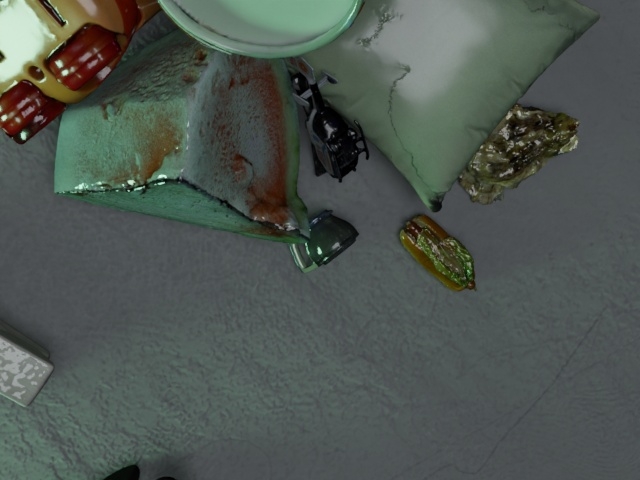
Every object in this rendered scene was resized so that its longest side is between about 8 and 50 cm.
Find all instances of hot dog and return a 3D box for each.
[{"bbox_3d":[0.155,0.018,1.560,0.056,0.041,0.133,-46,106,0],"label":"hot dog"}]

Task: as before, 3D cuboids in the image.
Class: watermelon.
[{"bbox_3d":[-0.122,-0.123,1.380,0.320,0.213,0.289,24,103,-10],"label":"watermelon"}]

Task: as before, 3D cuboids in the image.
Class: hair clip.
[{"bbox_3d":[-0.460,0.075,1.412,0.331,0.101,0.085,33,88,-17],"label":"hair clip"}]

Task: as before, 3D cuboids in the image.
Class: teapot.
[{"bbox_3d":[0.000,0.000,1.520,0.088,0.066,0.057,-39,86,20],"label":"teapot"}]

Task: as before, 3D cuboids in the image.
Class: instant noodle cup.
[{"bbox_3d":[-0.053,-0.337,1.253,0.296,0.214,0.296,7,139,6],"label":"instant noodle cup"}]

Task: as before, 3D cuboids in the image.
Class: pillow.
[{"bbox_3d":[0.125,-0.246,1.458,0.312,0.119,0.310,40,93,-10],"label":"pillow"}]

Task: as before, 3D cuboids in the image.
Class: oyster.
[{"bbox_3d":[0.243,-0.121,1.550,0.166,0.053,0.108,-35,95,3],"label":"oyster"}]

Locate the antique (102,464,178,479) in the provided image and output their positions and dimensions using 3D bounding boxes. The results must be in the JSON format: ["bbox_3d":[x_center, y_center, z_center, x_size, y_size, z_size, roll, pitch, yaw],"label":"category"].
[{"bbox_3d":[-0.266,0.445,1.486,0.322,0.185,0.255,-30,98,-4],"label":"antique"}]

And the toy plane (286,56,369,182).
[{"bbox_3d":[0.004,-0.136,1.436,0.053,0.078,0.197,-40,138,-18],"label":"toy plane"}]

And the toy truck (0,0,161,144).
[{"bbox_3d":[-0.286,-0.261,1.356,0.265,0.239,0.189,-30,106,38],"label":"toy truck"}]
